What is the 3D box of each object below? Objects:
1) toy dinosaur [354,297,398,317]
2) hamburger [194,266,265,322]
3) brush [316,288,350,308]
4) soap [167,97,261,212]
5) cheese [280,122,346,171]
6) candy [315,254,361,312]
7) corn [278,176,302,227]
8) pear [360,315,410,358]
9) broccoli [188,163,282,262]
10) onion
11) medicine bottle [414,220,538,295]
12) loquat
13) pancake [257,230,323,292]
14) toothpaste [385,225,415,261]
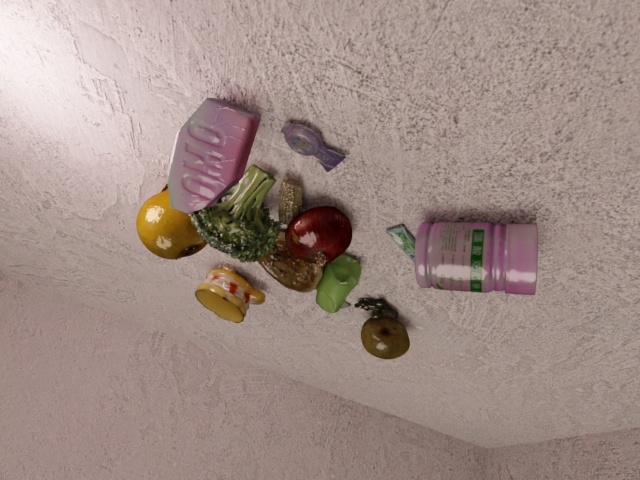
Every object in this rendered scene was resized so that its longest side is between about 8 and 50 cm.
[{"bbox_3d":[0.256,0.290,1.857,0.187,0.087,0.179,20,-172,26],"label":"toy dinosaur"},{"bbox_3d":[-0.426,0.255,1.989,0.303,0.186,0.261,22,147,13],"label":"hamburger"},{"bbox_3d":[0.042,0.258,1.922,0.218,0.010,0.082,37,143,-24],"label":"brush"},{"bbox_3d":[-0.310,-0.227,1.158,0.193,0.109,0.323,21,110,-1],"label":"soap"},{"bbox_3d":[-0.025,-0.266,1.167,0.191,0.042,0.105,30,147,-20],"label":"cheese"},{"bbox_3d":[0.062,0.181,1.691,0.142,0.132,0.343,9,148,-8],"label":"candy"},{"bbox_3d":[-0.096,-0.131,1.371,0.087,0.087,0.211,16,141,4],"label":"corn"},{"bbox_3d":[0.296,0.445,1.898,0.229,0.188,0.211,11,162,14],"label":"pear"},{"bbox_3d":[-0.276,-0.106,1.385,0.375,0.302,0.249,43,172,11],"label":"broccoli"},{"bbox_3d":[0.000,-0.011,1.396,0.161,0.248,0.248,51,162,32],"label":"onion"},{"bbox_3d":[0.459,0.049,1.231,0.326,0.212,0.212,3,144,24],"label":"medicine bottle"},{"bbox_3d":[-0.519,-0.073,1.503,0.275,0.274,0.275,13,146,9],"label":"loquat"},{"bbox_3d":[-0.141,0.088,1.690,0.356,0.065,0.356,24,145,19],"label":"pancake"},{"bbox_3d":[0.338,0.050,1.446,0.075,0.048,0.297,-15,130,45],"label":"toothpaste"}]
